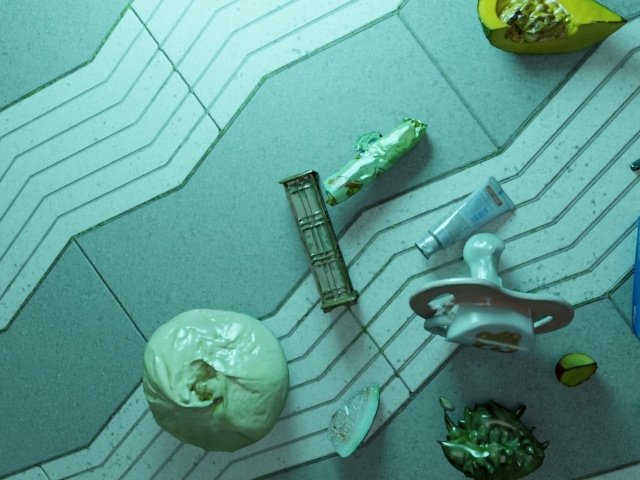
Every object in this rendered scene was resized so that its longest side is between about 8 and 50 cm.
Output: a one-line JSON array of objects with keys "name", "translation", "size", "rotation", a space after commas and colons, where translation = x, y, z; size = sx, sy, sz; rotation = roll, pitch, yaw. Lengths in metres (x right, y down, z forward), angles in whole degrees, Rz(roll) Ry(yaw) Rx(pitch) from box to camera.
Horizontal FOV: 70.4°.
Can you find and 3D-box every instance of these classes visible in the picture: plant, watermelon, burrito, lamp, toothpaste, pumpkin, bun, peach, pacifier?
[{"name": "plant", "translation": [0.380, 0.519, 1.068], "size": [0.251, 0.180, 0.333], "rotation": [0, 128, 2]}, {"name": "watermelon", "translation": [0.091, 0.429, 1.103], "size": [0.180, 0.081, 0.094], "rotation": [-45, 71, -6]}, {"name": "burrito", "translation": [0.111, -0.194, 1.036], "size": [0.288, 0.054, 0.104], "rotation": [-37, 72, 3]}, {"name": "lamp", "translation": [0.000, 0.000, 1.067], "size": [0.090, 0.089, 0.325], "rotation": [-17, 93, 9]}, {"name": "toothpaste", "translation": [0.324, -0.044, 1.033], "size": [0.234, 0.057, 0.089], "rotation": [-36, 90, 4]}, {"name": "pumpkin", "translation": [0.465, -0.489, 0.954], "size": [0.279, 0.111, 0.163], "rotation": [2, 80, 10]}, {"name": "bun", "translation": [-0.261, 0.337, 1.075], "size": [0.361, 0.213, 0.361], "rotation": [0, 93, 8]}, {"name": "peach", "translation": [0.569, 0.284, 1.019], "size": [0.077, 0.050, 0.083], "rotation": [34, 110, -19]}, {"name": "pacifier", "translation": [0.352, 0.126, 0.956], "size": [0.332, 0.220, 0.273], "rotation": [12, 97, -6]}]

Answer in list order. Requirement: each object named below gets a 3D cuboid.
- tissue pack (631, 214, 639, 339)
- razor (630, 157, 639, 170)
[{"name": "tissue pack", "translation": [0.714, 0.081, 0.905], "size": [0.137, 0.209, 0.269], "rotation": [-1, 96, 18]}, {"name": "razor", "translation": [0.751, -0.204, 0.962], "size": [0.190, 0.033, 0.066], "rotation": [-31, 131, 13]}]
